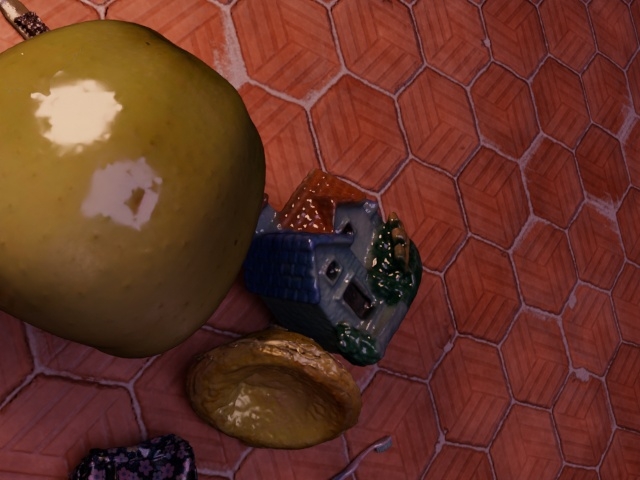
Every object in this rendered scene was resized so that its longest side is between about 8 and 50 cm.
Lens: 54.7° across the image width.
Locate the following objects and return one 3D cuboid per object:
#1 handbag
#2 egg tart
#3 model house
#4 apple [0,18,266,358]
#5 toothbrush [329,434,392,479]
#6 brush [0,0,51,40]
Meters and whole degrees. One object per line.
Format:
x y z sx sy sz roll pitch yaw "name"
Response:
-0.296 0.430 0.970 0.207 0.126 0.229 0 84 -27 "handbag"
-0.075 0.249 1.076 0.315 0.315 0.120 37 36 -23 "egg tart"
0.000 0.000 1.111 0.295 0.251 0.329 -54 124 -27 "model house"
-0.294 -0.071 0.852 0.473 0.473 0.474 5 81 -32 "apple"
0.049 0.469 1.252 0.269 0.021 0.027 -23 91 -33 "toothbrush"
-0.499 -0.381 1.005 0.248 0.036 0.043 50 56 -17 "brush"
